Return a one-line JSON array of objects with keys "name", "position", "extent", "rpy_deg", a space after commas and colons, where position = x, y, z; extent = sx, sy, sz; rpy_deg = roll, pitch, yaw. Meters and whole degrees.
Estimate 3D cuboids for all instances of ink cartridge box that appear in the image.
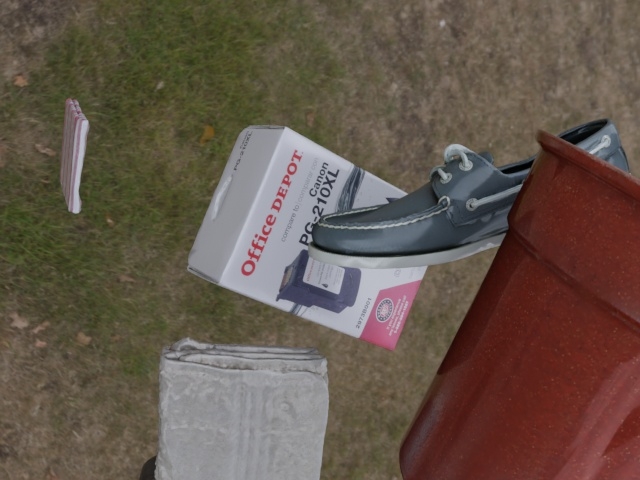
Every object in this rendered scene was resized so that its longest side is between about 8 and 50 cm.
[{"name": "ink cartridge box", "position": [0.000, 0.000, 0.723], "extent": [0.237, 0.100, 0.172], "rpy_deg": [24, 86, -31]}]

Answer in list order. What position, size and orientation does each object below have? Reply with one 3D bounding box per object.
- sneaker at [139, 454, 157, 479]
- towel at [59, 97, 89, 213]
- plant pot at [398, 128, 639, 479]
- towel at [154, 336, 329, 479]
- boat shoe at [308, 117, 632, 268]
[{"name": "sneaker", "position": [-0.171, 0.429, 1.085], "extent": [0.286, 0.130, 0.109], "rpy_deg": [34, 93, -22]}, {"name": "towel", "position": [-0.388, -0.140, 1.039], "extent": [0.029, 0.197, 0.144], "rpy_deg": [2, 110, -27]}, {"name": "plant pot", "position": [0.205, 0.103, 0.464], "extent": [0.272, 0.272, 0.265], "rpy_deg": [14, 112, -40]}, {"name": "towel", "position": [-0.091, 0.243, 0.729], "extent": [0.187, 0.049, 0.282], "rpy_deg": [5, 107, -7]}, {"name": "boat shoe", "position": [0.139, -0.046, 0.612], "extent": [0.319, 0.116, 0.099], "rpy_deg": [-10, 106, -8]}]
